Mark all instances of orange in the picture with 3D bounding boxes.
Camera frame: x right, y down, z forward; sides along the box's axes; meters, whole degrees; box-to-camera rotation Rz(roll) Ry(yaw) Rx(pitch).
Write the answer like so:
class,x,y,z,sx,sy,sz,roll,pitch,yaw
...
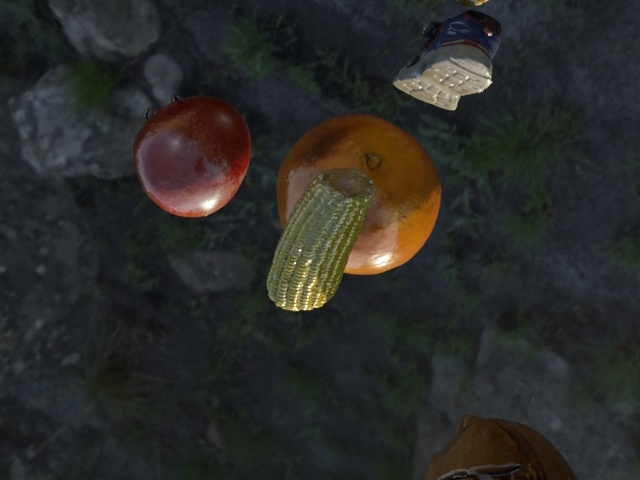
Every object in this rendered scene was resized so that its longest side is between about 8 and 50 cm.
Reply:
class,x,y,z,sx,sy,sz,roll,pitch,yaw
orange,0.059,-0.072,1.515,0.261,0.261,0.261,20,142,17

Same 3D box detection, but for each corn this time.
class,x,y,z,sx,sy,sz,roll,pitch,yaw
corn,0.000,0.000,0.932,0.085,0.063,0.165,3,133,-25

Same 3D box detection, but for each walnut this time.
class,x,y,z,sx,sy,sz,roll,pitch,yaw
walnut,0.219,0.333,1.119,0.203,0.298,0.203,-11,134,-11

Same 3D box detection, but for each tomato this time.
class,x,y,z,sx,sy,sz,roll,pitch,yaw
tomato,-0.167,-0.109,1.256,0.167,0.167,0.167,20,142,17

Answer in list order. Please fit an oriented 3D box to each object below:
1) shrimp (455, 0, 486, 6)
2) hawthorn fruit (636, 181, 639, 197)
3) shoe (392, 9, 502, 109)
class,x,y,z,sx,sy,sz,roll,pitch,yaw
shrimp,0.211,-0.442,1.202,0.058,0.296,0.169,8,-178,-28
hawthorn fruit,0.341,-0.040,0.739,0.188,0.169,0.169,8,139,8
shoe,0.176,-0.259,1.305,0.099,0.126,0.227,19,173,-15
